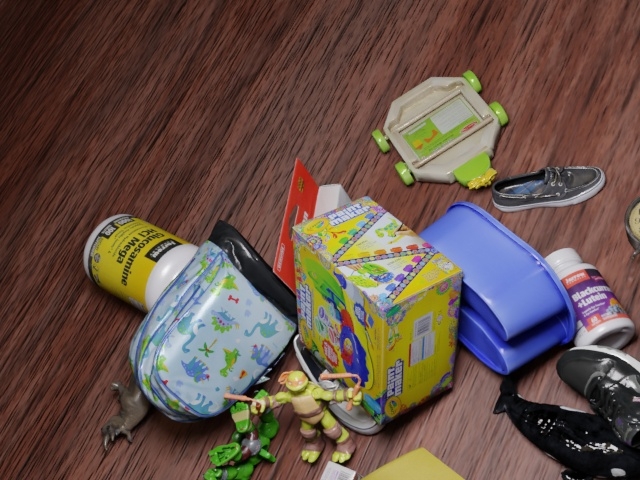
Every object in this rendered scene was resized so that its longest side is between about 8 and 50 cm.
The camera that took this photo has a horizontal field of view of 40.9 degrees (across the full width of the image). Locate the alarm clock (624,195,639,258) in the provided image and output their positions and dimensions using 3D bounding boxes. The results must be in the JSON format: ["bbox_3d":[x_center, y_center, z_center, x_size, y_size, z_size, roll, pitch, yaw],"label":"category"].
[{"bbox_3d":[0.646,-0.046,1.623,0.129,0.064,0.192,-1,63,25],"label":"alarm clock"}]

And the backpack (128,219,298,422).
[{"bbox_3d":[-0.219,0.190,1.722,0.355,0.290,0.273,-40,25,-2],"label":"backpack"}]

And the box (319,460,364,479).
[{"bbox_3d":[-0.016,0.564,1.555,0.067,0.063,0.324,13,67,32],"label":"box"}]

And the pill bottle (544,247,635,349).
[{"bbox_3d":[0.481,0.111,1.575,0.108,0.108,0.193,-29,53,7],"label":"pill bottle"}]

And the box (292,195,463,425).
[{"bbox_3d":[0.099,0.125,1.587,0.177,0.290,0.279,-23,42,-25],"label":"box"}]

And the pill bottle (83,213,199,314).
[{"bbox_3d":[-0.366,0.074,1.946,0.334,0.188,0.188,22,72,34],"label":"pill bottle"}]

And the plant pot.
[{"bbox_3d":[0.169,0.480,1.442,0.187,0.212,0.212,-43,51,-19],"label":"plant pot"}]

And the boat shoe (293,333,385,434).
[{"bbox_3d":[0.028,0.281,1.697,0.095,0.084,0.258,-46,52,-7],"label":"boat shoe"}]

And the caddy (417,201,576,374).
[{"bbox_3d":[0.318,0.077,1.582,0.179,0.241,0.341,-33,51,-15],"label":"caddy"}]

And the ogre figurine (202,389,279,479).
[{"bbox_3d":[-0.145,0.400,1.684,0.097,0.118,0.197,1,60,27],"label":"ogre figurine"}]

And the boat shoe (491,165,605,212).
[{"bbox_3d":[0.459,-0.117,1.747,0.228,0.076,0.080,-9,57,21],"label":"boat shoe"}]

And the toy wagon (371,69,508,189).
[{"bbox_3d":[0.282,-0.223,1.904,0.267,0.068,0.344,-32,53,4],"label":"toy wagon"}]

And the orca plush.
[{"bbox_3d":[0.425,0.311,1.479,0.151,0.102,0.287,-45,52,-6],"label":"orca plush"}]

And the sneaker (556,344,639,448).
[{"bbox_3d":[0.510,0.272,1.423,0.283,0.107,0.124,25,38,32],"label":"sneaker"}]

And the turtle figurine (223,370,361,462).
[{"bbox_3d":[-0.030,0.319,1.615,0.269,0.217,0.087,-12,30,16],"label":"turtle figurine"}]

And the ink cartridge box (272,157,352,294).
[{"bbox_3d":[0.000,0.000,1.787,0.060,0.239,0.275,-3,59,24],"label":"ink cartridge box"}]

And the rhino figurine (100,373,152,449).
[{"bbox_3d":[-0.406,0.344,1.871,0.106,0.073,0.243,17,70,36],"label":"rhino figurine"}]
